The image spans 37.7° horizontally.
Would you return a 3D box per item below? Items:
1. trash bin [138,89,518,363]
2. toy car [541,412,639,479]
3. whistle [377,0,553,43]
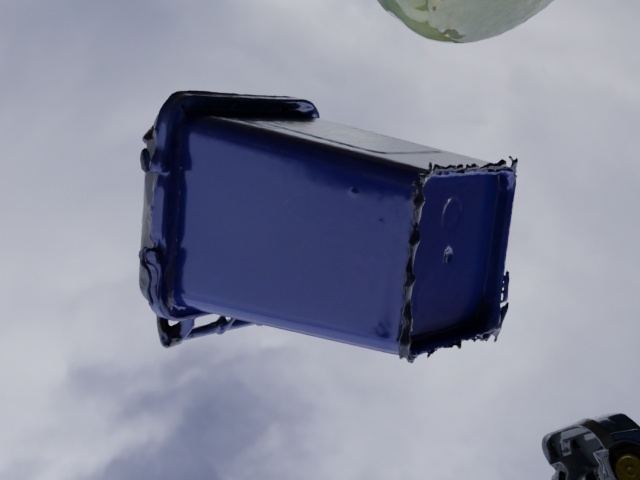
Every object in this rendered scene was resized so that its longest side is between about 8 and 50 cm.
[{"bbox_3d":[0.000,0.000,0.631,0.234,0.184,0.162,14,-165,39],"label":"trash bin"},{"bbox_3d":[0.280,0.227,0.793,0.100,0.097,0.191,-26,-102,-23],"label":"toy car"},{"bbox_3d":[0.114,-0.153,0.403,0.258,0.126,0.067,-24,-118,-27],"label":"whistle"}]
